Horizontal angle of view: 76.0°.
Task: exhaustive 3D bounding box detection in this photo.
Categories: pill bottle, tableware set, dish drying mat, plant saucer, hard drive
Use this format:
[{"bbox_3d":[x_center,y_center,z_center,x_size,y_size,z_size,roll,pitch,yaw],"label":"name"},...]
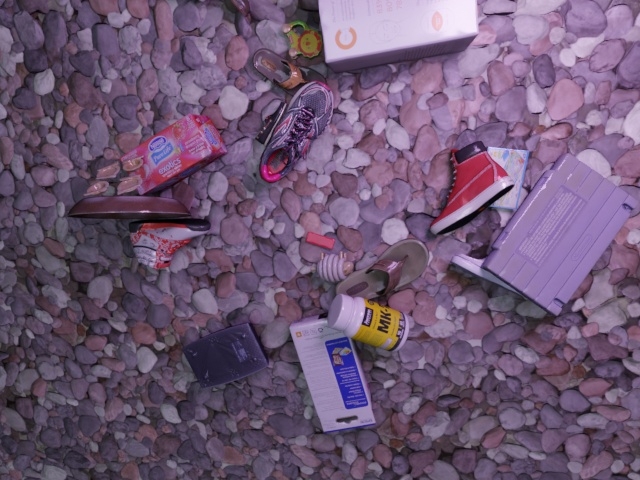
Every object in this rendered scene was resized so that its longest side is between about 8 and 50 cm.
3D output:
[{"bbox_3d":[0.132,0.229,1.156,0.208,0.119,0.119,21,106,-15],"label":"pill bottle"},{"bbox_3d":[-0.530,-0.166,1.071,0.141,0.169,0.020,-14,134,0],"label":"tableware set"},{"bbox_3d":[0.000,0.000,1.213,0.083,0.008,0.032,17,104,7],"label":"dish drying mat"},{"bbox_3d":[-0.520,-0.089,1.132,0.310,0.310,0.050,-2,91,10],"label":"plant saucer"},{"bbox_3d":[-0.302,0.366,1.323,0.254,0.054,0.172,-23,97,14],"label":"hard drive"}]

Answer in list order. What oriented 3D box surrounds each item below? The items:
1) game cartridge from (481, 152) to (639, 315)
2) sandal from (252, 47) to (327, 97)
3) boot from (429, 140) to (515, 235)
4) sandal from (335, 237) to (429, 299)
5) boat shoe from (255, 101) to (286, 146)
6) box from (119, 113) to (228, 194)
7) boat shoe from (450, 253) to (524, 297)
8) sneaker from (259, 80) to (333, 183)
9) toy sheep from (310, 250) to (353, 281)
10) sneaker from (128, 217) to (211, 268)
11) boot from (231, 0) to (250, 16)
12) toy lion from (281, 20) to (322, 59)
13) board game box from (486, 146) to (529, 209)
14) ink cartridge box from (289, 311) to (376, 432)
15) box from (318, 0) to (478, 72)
[{"bbox_3d":[0.604,-0.017,1.050,0.230,0.068,0.355,35,92,5],"label":"game cartridge"},{"bbox_3d":[-0.089,-0.449,1.100,0.219,0.060,0.090,33,106,1],"label":"sandal"},{"bbox_3d":[0.361,-0.140,1.092,0.244,0.088,0.176,-44,64,34],"label":"boot"},{"bbox_3d":[0.177,0.106,1.166,0.302,0.086,0.120,-34,95,15],"label":"sandal"},{"bbox_3d":[-0.137,-0.328,1.141,0.042,0.049,0.133,32,110,-7],"label":"boat shoe"},{"bbox_3d":[-0.412,-0.243,1.167,0.256,0.128,0.123,-26,97,15],"label":"box"},{"bbox_3d":[0.469,0.076,1.123,0.226,0.083,0.076,25,89,-5],"label":"boat shoe"},{"bbox_3d":[-0.062,-0.278,1.095,0.120,0.112,0.299,29,108,-12],"label":"sneaker"},{"bbox_3d":[0.033,0.078,1.188,0.132,0.091,0.091,-5,102,25],"label":"toy sheep"},{"bbox_3d":[-0.451,0.011,1.252,0.269,0.090,0.145,0,103,13],"label":"sneaker"},{"bbox_3d":[-0.209,-0.702,1.054,0.106,0.082,0.219,-24,96,16],"label":"boot"},{"bbox_3d":[-0.045,-0.534,1.091,0.096,0.034,0.100,-17,99,6],"label":"toy lion"},{"bbox_3d":[0.479,-0.165,1.084,0.103,0.026,0.154,8,104,8],"label":"board game box"},{"bbox_3d":[0.042,0.406,1.268,0.175,0.069,0.371,-15,97,12],"label":"ink cartridge box"},{"bbox_3d":[0.176,-0.550,0.977,0.345,0.168,0.215,-5,102,10],"label":"box"}]
